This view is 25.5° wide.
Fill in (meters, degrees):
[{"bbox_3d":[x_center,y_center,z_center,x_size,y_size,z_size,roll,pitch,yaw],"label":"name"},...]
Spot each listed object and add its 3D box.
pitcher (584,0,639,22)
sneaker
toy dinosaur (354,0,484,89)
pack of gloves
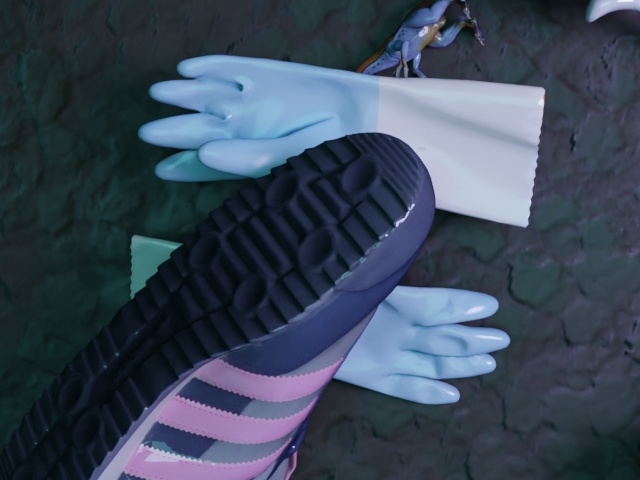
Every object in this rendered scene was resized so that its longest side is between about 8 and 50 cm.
[{"bbox_3d":[0.185,-0.173,0.774,0.207,0.125,0.178,-2,105,-3],"label":"pitcher"},{"bbox_3d":[-0.040,0.073,0.788,0.319,0.131,0.112,-42,42,17],"label":"sneaker"},{"bbox_3d":[0.054,-0.115,0.835,0.082,0.047,0.090,-19,54,16],"label":"toy dinosaur"},{"bbox_3d":[0.000,0.000,0.802,0.232,0.046,0.195,7,107,7],"label":"pack of gloves"}]
